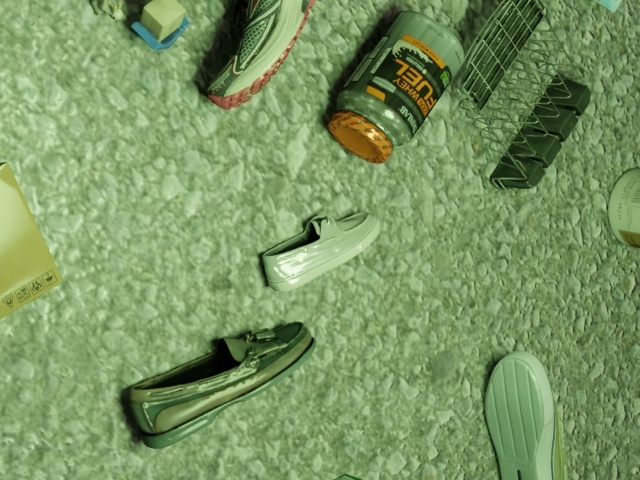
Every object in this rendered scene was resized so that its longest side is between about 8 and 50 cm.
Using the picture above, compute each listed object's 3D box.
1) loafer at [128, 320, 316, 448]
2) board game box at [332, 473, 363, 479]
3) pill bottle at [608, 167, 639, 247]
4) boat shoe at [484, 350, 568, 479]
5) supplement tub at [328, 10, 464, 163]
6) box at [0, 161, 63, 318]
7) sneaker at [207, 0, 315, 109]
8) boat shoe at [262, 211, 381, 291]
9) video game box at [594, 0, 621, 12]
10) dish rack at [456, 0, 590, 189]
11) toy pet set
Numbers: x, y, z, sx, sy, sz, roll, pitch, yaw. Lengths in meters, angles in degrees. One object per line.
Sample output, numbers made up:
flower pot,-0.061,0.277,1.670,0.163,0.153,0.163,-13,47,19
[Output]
loafer,-0.123,0.165,1.744,0.268,0.096,0.084,-31,109,-26
board game box,-0.058,0.479,1.868,0.317,0.046,0.213,-19,109,-33
pill bottle,0.576,-0.040,2.138,0.131,0.229,0.131,-7,102,-35
boat shoe,0.323,0.294,2.099,0.094,0.109,0.302,-34,126,-45
supplement tub,0.099,-0.203,1.830,0.117,0.117,0.190,44,72,-33
box,-0.409,0.026,1.551,0.201,0.021,0.164,-33,115,-28
sneaker,-0.067,-0.300,1.709,0.112,0.121,0.299,27,81,-7
boat shoe,0.000,0.000,1.829,0.184,0.066,0.063,-29,115,-19
video game box,0.419,-0.468,2.031,0.187,0.048,0.205,20,105,-35
dish rack,0.284,-0.219,1.969,0.208,0.074,0.271,-57,133,-17
toy pet set,-0.210,-0.291,1.639,0.114,0.065,0.122,45,63,5
